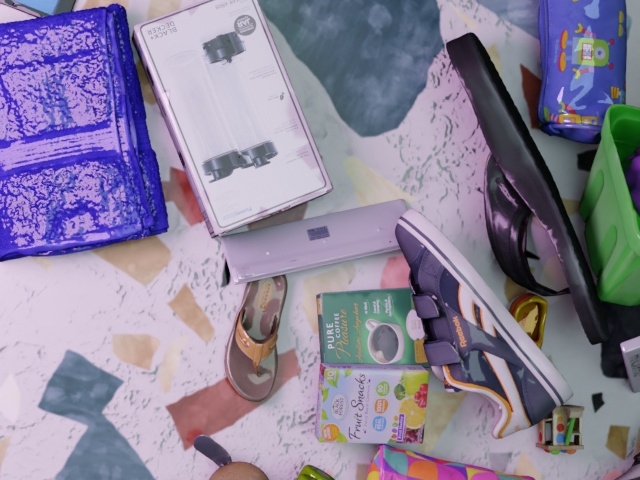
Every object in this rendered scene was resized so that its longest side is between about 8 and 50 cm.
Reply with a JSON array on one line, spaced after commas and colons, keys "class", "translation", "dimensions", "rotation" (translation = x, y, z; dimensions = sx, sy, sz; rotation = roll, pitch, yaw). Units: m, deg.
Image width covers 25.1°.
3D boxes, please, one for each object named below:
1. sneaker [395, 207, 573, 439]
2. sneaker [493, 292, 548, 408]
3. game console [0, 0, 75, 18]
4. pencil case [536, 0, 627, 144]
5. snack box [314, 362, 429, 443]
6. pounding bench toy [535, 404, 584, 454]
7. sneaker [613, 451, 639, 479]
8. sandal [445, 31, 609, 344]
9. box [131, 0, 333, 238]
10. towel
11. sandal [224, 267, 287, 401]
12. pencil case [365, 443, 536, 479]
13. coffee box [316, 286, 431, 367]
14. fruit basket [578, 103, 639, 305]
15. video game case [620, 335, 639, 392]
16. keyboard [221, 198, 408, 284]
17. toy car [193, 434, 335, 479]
[{"class": "sneaker", "translation": [0.178, 0.113, 1.848], "dimensions": [0.127, 0.126, 0.321], "rotation": [-39, 89, -1]}, {"class": "sneaker", "translation": [0.264, 0.156, 1.933], "dimensions": [0.064, 0.067, 0.175], "rotation": [9, 87, -12]}, {"class": "game console", "translation": [-0.371, -0.363, 1.838], "dimensions": [0.144, 0.124, 0.085], "rotation": [20, 57, -9]}, {"class": "pencil case", "translation": [0.350, -0.283, 1.946], "dimensions": [0.133, 0.119, 0.306], "rotation": [1, 87, -11]}, {"class": "snack box", "translation": [0.067, 0.213, 1.875], "dimensions": [0.141, 0.037, 0.100], "rotation": [3, 97, -12]}, {"class": "pounding bench toy", "translation": [0.326, 0.255, 1.929], "dimensions": [0.052, 0.083, 0.065], "rotation": [1, 86, -11]}, {"class": "sneaker", "translation": [0.483, 0.269, 1.960], "dimensions": [0.271, 0.100, 0.108], "rotation": [-34, 82, -16]}, {"class": "sandal", "translation": [0.258, -0.058, 1.918], "dimensions": [0.107, 0.167, 0.446], "rotation": [-27, 84, 14]}, {"class": "box", "translation": [-0.117, -0.164, 1.869], "dimensions": [0.169, 0.087, 0.290], "rotation": [-23, 91, -11]}, {"class": "towel", "translation": [-0.329, -0.138, 1.825], "dimensions": [0.227, 0.076, 0.308], "rotation": [-11, 89, -5]}, {"class": "sandal", "translation": [-0.080, 0.120, 1.879], "dimensions": [0.072, 0.049, 0.180], "rotation": [13, 84, -10]}, {"class": "pencil case", "translation": [0.173, 0.336, 1.891], "dimensions": [0.236, 0.104, 0.104], "rotation": [15, 84, -9]}, {"class": "coffee box", "translation": [0.088, 0.118, 1.915], "dimensions": [0.184, 0.040, 0.113], "rotation": [-5, 88, -11]}, {"class": "fruit basket", "translation": [0.547, -0.081, 1.831], "dimensions": [0.392, 0.392, 0.283], "rotation": [4, 51, -10]}, {"class": "video game case", "translation": [0.476, 0.148, 1.916], "dimensions": [0.143, 0.157, 0.019], "rotation": [-21, 60, 7]}, {"class": "keyboard", "translation": [0.000, 0.000, 1.908], "dimensions": [0.256, 0.014, 0.072], "rotation": [-12, 60, -12]}, {"class": "toy car", "translation": [-0.098, 0.331, 1.827], "dimensions": [0.188, 0.149, 0.155], "rotation": [31, 92, 4]}]
